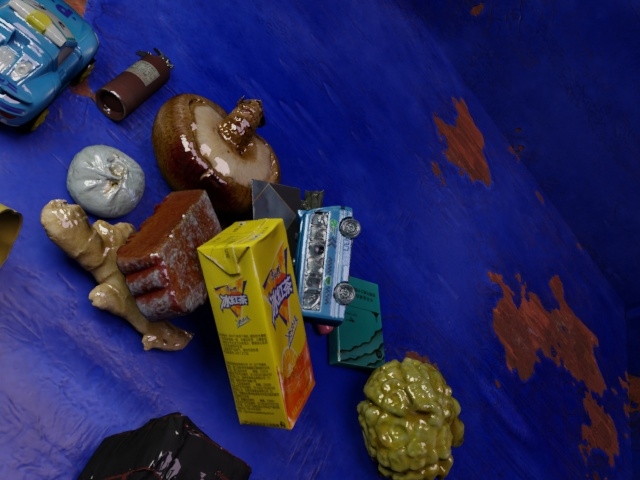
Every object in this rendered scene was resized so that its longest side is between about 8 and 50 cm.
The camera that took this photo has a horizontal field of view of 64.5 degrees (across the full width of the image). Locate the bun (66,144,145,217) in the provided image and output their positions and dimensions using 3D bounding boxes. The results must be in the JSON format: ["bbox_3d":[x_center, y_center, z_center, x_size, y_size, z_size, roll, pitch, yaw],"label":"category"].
[{"bbox_3d":[-0.386,-0.112,0.928,0.140,0.083,0.141,23,56,-38],"label":"bun"}]

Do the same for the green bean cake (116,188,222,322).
[{"bbox_3d":[-0.253,0.022,0.887,0.199,0.097,0.233,68,21,-12],"label":"green bean cake"}]

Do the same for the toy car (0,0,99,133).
[{"bbox_3d":[-0.506,-0.341,0.875,0.198,0.166,0.314,42,45,-26],"label":"toy car"}]

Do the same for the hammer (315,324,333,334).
[{"bbox_3d":[0.000,0.179,1.185,0.043,0.043,0.083,-14,80,-47],"label":"hammer"}]

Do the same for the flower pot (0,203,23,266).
[{"bbox_3d":[-0.534,-0.007,0.665,0.179,0.195,0.195,34,48,-11],"label":"flower pot"}]

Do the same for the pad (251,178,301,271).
[{"bbox_3d":[-0.085,-0.002,1.075,0.163,0.004,0.243,3,82,-54],"label":"pad"}]

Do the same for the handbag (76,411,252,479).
[{"bbox_3d":[-0.227,0.354,0.747,0.169,0.215,0.155,51,35,-18],"label":"handbag"}]

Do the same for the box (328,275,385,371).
[{"bbox_3d":[0.086,0.202,1.257,0.160,0.042,0.227,18,57,-36],"label":"box"}]

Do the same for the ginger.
[{"bbox_3d":[-0.343,0.065,0.879,0.334,0.081,0.148,63,20,-16],"label":"ginger"}]

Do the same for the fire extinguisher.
[{"bbox_3d":[-0.386,-0.345,1.067,0.099,0.071,0.231,24,48,0],"label":"fire extinguisher"}]

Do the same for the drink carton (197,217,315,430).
[{"bbox_3d":[-0.107,0.149,0.921,0.154,0.111,0.352,-49,133,-64],"label":"drink carton"}]

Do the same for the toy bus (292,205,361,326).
[{"bbox_3d":[0.006,0.052,1.066,0.134,0.113,0.247,6,74,-4],"label":"toy bus"}]

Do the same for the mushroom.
[{"bbox_3d":[-0.216,-0.184,1.080,0.297,0.163,0.278,40,56,-25],"label":"mushroom"}]

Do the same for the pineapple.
[{"bbox_3d":[-0.001,0.000,1.217,0.128,0.128,0.248,14,59,-40],"label":"pineapple"}]

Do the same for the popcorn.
[{"bbox_3d":[0.204,0.402,1.142,0.258,0.224,0.270,62,30,-24],"label":"popcorn"}]
